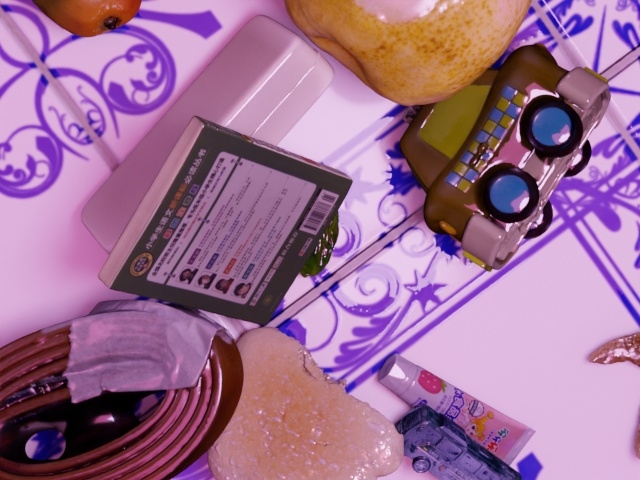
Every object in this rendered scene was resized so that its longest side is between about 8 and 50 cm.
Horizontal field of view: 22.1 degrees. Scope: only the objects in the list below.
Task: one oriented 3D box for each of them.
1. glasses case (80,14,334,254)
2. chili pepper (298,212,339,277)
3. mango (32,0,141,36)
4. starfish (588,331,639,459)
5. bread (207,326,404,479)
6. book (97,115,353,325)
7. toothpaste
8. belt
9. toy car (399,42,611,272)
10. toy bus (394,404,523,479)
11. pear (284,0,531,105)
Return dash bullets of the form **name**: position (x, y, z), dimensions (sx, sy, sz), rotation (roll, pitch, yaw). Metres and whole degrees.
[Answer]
- **glasses case**: position (-0.126, -0.104, 1.800), dimensions (0.313, 0.131, 0.070), rotation (-48, 122, -1)
- **chili pepper**: position (0.000, 0.001, 1.884), dimensions (0.030, 0.034, 0.091), rotation (20, 94, 25)
- **mango**: position (-0.270, -0.361, 1.767), dimensions (0.146, 0.129, 0.289), rotation (-8, 92, 3)
- **starfish**: position (0.435, 0.155, 1.930), dimensions (0.236, 0.062, 0.277), rotation (-9, 98, -5)
- **bread**: position (-0.036, 0.219, 1.829), dimensions (0.251, 0.039, 0.182), rotation (39, 87, 26)
- **book**: position (-0.096, -0.014, 1.768), dimensions (0.264, 0.027, 0.202), rotation (17, 109, -51)
- **toothpaste**: position (0.155, 0.200, 1.913), dimensions (0.194, 0.043, 0.067), rotation (33, 99, -12)
- **belt**: position (-0.249, 0.185, 1.804), dimensions (0.339, 0.122, 0.217), rotation (-22, 83, 3)
- **toy car**: position (0.188, -0.112, 1.831), dimensions (0.198, 0.204, 0.248), rotation (34, 93, 14)
- **toy bus**: position (0.159, 0.255, 1.897), dimensions (0.166, 0.047, 0.065), rotation (37, 112, -18)
- **pear**: position (0.099, -0.281, 1.725), dimensions (0.271, 0.271, 0.271), rotation (-1, 95, -7)
